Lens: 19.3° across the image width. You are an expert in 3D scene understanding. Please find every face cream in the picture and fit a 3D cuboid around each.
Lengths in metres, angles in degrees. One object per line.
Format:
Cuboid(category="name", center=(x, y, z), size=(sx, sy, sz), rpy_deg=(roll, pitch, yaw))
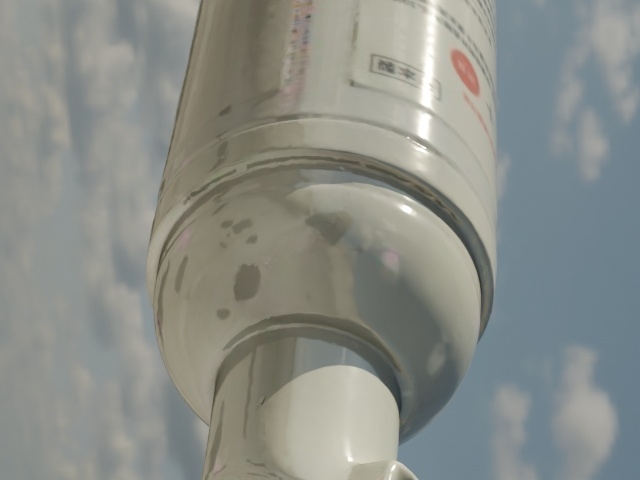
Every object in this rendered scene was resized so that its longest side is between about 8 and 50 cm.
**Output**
Cuboid(category="face cream", center=(0.000, 0.000, 0.770), size=(0.369, 0.145, 0.145), rpy_deg=(-82, 177, -51))
